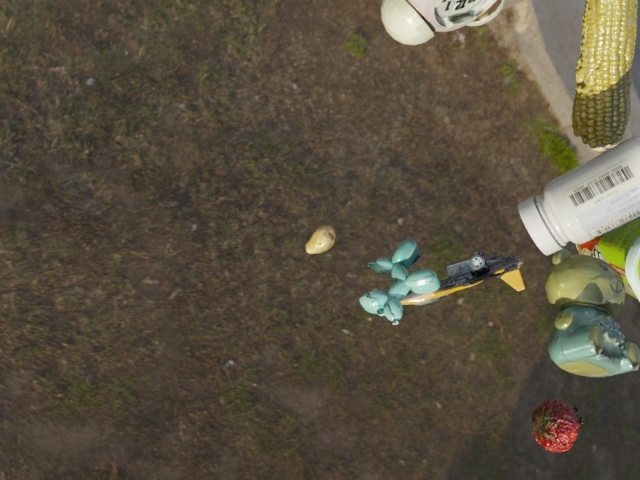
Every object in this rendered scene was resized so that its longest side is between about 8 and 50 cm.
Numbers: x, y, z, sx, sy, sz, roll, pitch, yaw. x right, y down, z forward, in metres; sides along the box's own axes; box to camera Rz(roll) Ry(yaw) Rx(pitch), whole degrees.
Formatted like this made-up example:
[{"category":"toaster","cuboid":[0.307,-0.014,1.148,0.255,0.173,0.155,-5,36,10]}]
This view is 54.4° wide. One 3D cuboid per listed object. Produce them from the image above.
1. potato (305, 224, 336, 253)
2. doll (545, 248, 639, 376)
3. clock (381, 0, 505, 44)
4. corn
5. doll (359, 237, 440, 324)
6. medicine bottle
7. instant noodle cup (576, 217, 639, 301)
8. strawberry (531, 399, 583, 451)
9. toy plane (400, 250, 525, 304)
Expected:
[{"category":"potato","cuboid":[0.000,0.000,1.542,0.068,0.083,0.062,40,30,-49]},{"category":"doll","cuboid":[0.576,0.153,1.348,0.177,0.161,0.261,21,60,-21]},{"category":"clock","cuboid":[0.302,-0.607,1.379,0.342,0.326,0.184,-20,58,-22]},{"category":"corn","cuboid":[0.435,-0.271,0.955,0.086,0.086,0.288,-32,126,-34]},{"category":"doll","cuboid":[0.151,0.088,1.227,0.059,0.158,0.159,52,14,-49]},{"category":"medicine bottle","cuboid":[0.387,-0.059,0.885,0.103,0.186,0.103,42,30,-31]},{"category":"instant noodle cup","cuboid":[0.927,0.035,1.803,0.293,0.308,0.294,-3,103,-12]},{"category":"strawberry","cuboid":[0.636,0.504,1.697,0.086,0.145,0.145,20,74,-13]},{"category":"toy plane","cuboid":[0.323,0.090,1.491,0.204,0.315,0.103,-12,91,-74]}]
